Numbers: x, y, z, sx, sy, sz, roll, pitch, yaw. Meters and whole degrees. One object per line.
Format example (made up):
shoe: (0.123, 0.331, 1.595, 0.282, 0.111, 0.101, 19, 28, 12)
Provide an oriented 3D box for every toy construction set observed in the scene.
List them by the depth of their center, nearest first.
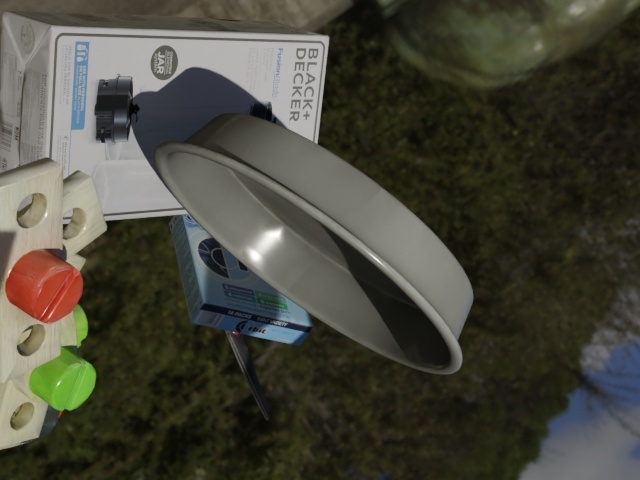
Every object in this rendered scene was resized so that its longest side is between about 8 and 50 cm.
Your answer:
toy construction set: (-0.208, -0.009, 0.635, 0.151, 0.328, 0.215, 5, 110, -42)

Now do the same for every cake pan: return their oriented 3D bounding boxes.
cake pan: (0.000, 0.000, 0.929, 0.054, 0.293, 0.293, -54, -174, -14)

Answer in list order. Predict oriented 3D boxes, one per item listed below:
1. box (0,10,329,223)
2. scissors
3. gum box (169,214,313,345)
box: (-0.134, -0.113, 1.041, 0.290, 0.169, 0.087, -5, -162, -41)
scissors: (-0.129, 0.102, 1.532, 0.109, 0.297, 0.021, 24, 128, -34)
gum box: (-0.105, 0.044, 1.504, 0.157, 0.184, 0.041, 14, 126, -30)
